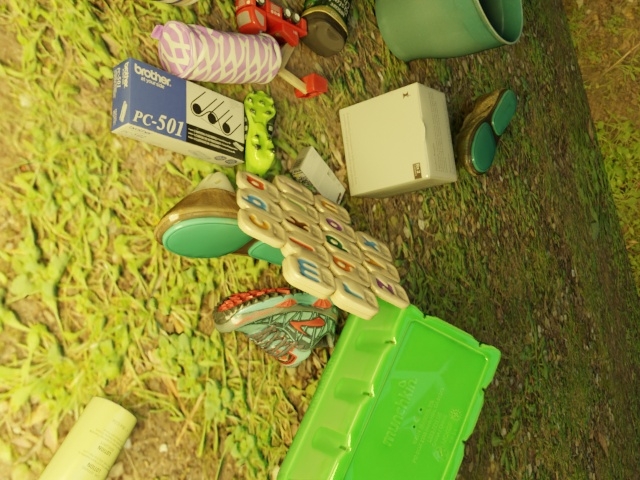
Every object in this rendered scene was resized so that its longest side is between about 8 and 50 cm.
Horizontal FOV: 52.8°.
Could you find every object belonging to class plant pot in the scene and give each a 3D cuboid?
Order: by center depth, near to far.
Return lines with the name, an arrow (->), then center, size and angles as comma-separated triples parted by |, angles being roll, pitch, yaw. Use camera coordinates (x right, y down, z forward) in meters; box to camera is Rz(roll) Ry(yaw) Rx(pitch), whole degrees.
plant pot -> 0.271, -0.524, 1.423 | 0.271, 0.255, 0.272 | 15, 71, -48

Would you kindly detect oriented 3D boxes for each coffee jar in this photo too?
coffee jar -> 0.013, -0.445, 1.230 | 0.096, 0.079, 0.185 | 32, 58, -42

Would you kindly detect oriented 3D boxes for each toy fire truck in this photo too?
toy fire truck -> -0.067, -0.336, 1.130 | 0.192, 0.047, 0.135 | 8, 77, -49

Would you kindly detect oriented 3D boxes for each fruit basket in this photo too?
fruit basket -> 0.118, 0.295, 1.064 | 0.282, 0.392, 0.392 | 27, 54, -4

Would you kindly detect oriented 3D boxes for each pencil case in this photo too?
pencil case -> -0.150, -0.288, 0.990 | 0.206, 0.086, 0.088 | -14, 66, -52

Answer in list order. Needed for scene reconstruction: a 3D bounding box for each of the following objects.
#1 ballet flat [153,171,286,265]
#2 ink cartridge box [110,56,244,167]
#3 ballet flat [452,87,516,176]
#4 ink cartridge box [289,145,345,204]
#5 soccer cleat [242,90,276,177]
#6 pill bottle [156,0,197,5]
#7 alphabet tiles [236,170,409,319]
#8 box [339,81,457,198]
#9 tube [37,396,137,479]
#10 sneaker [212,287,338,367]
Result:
ballet flat -> -0.116, -0.035, 0.961 | 0.342, 0.116, 0.124 | 9, 54, -50
ink cartridge box -> -0.199, -0.178, 0.931 | 0.207, 0.046, 0.097 | 12, 71, -48
ballet flat -> 0.395, -0.267, 1.624 | 0.123, 0.123, 0.349 | 56, 47, -25
ink cartridge box -> -0.004, -0.108, 1.165 | 0.115, 0.029, 0.063 | 50, 46, -32
soccer cleat -> -0.105, -0.172, 1.040 | 0.060, 0.072, 0.179 | 14, 47, -21
pill bottle -> -0.267, -0.399, 0.820 | 0.264, 0.153, 0.153 | -10, 89, -51
alphabet tiles -> 0.000, 0.000, 0.928 | 0.277, 0.021, 0.284 | 27, 25, -23
box -> 0.150, -0.185, 1.250 | 0.119, 0.181, 0.181 | 1, 81, -52
tube -> -0.286, 0.291, 0.702 | 0.070, 0.062, 0.240 | 26, 58, 3
sneaker -> -0.052, 0.135, 0.988 | 0.261, 0.104, 0.125 | 2, 82, -50
